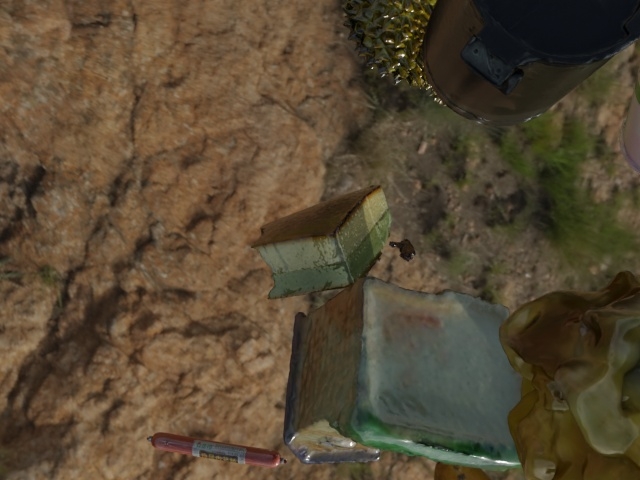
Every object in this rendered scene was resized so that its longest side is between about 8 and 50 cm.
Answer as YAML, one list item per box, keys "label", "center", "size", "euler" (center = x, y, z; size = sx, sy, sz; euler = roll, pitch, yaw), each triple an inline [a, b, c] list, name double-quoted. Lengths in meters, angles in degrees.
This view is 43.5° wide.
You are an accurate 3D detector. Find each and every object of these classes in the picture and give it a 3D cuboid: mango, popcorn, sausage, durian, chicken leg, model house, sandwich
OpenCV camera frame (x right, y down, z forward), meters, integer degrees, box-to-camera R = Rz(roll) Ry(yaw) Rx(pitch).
- label: "mango"
  center: [0.295, 0.507, 1.646]
  size: [0.115, 0.178, 0.090]
  euler: [-20, 135, -20]
- label: "popcorn"
  center: [0.389, 0.183, 0.807]
  size: [0.344, 0.390, 0.354]
  euler: [-29, 141, -24]
- label: "sausage"
  center: [-0.182, 0.366, 1.402]
  size: [0.253, 0.034, 0.034]
  euler: [6, 108, 8]
- label: "durian"
  center: [0.176, -0.353, 1.278]
  size: [0.293, 0.258, 0.258]
  euler: [40, 85, -14]
- label: "chicken leg"
  center: [0.167, 0.015, 1.601]
  size: [0.036, 0.083, 0.021]
  euler: [-46, 125, 4]
- label: "model house"
  center: [0.103, 0.214, 1.146]
  size: [0.312, 0.280, 0.245]
  euler: [16, 58, -26]
- label: "sandwich"
  center: [0.000, 0.000, 1.303]
  size: [0.220, 0.186, 0.108]
  euler: [-45, 120, -56]

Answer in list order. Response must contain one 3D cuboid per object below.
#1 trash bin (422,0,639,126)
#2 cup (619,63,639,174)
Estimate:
- label: "trash bin"
  center: [0.234, -0.259, 0.910]
  size: [0.203, 0.301, 0.252]
  euler: [34, 88, 2]
- label: "cup"
  center: [0.734, -0.278, 1.597]
  size: [0.253, 0.253, 0.274]
  euler: [-44, 148, -10]
